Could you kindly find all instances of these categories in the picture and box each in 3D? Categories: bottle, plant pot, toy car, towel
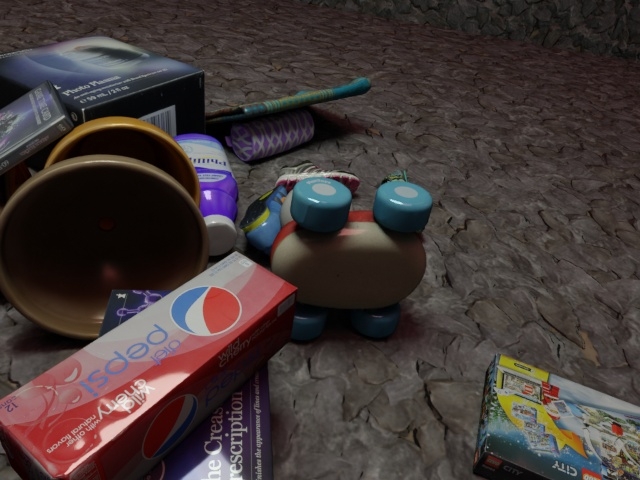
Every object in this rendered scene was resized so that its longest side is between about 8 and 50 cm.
[{"bbox_3d":[-0.204,-0.087,0.861,0.118,0.092,0.283,-4,39,-20],"label":"bottle"},{"bbox_3d":[-0.270,-0.002,0.627,0.237,0.238,0.110,-8,28,-23],"label":"plant pot"},{"bbox_3d":[0.024,-0.017,0.723,0.210,0.219,0.238,1,34,-13],"label":"toy car"},{"bbox_3d":[-0.094,-0.321,1.152,0.370,0.040,0.271,-24,20,-37],"label":"towel"},{"bbox_3d":[-0.300,-0.095,0.747,0.204,0.205,0.188,-7,28,-22],"label":"plant pot"}]

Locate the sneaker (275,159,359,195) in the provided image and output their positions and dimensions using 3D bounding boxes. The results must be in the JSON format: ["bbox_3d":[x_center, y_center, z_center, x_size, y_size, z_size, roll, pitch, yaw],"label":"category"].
[{"bbox_3d":[-0.008,-0.125,0.985,0.170,0.063,0.075,-3,44,-9],"label":"sneaker"}]

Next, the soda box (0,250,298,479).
[{"bbox_3d":[-0.136,0.115,0.450,0.092,0.084,0.263,28,39,23],"label":"soda box"}]

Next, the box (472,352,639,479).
[{"bbox_3d":[0.309,0.244,0.588,0.232,0.044,0.159,20,37,13],"label":"box"}]

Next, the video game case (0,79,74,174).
[{"bbox_3d":[-0.477,-0.117,0.683,0.274,0.026,0.196,-37,43,-10],"label":"video game case"}]

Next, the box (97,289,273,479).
[{"bbox_3d":[-0.147,0.176,0.523,0.184,0.103,0.261,0,38,-10],"label":"box"}]

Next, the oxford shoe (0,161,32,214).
[{"bbox_3d":[-0.499,-0.065,0.739,0.132,0.130,0.363,-25,44,-23],"label":"oxford shoe"}]

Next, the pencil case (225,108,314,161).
[{"bbox_3d":[-0.107,-0.236,1.098,0.088,0.087,0.206,10,26,44],"label":"pencil case"}]

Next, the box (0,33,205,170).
[{"bbox_3d":[-0.433,-0.259,0.964,0.293,0.183,0.296,23,38,19],"label":"box"}]

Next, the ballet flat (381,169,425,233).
[{"bbox_3d":[0.154,-0.070,0.966,0.070,0.070,0.188,5,35,-7],"label":"ballet flat"}]

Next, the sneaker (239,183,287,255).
[{"bbox_3d":[-0.083,-0.034,0.860,0.082,0.069,0.209,52,16,-17],"label":"sneaker"}]
